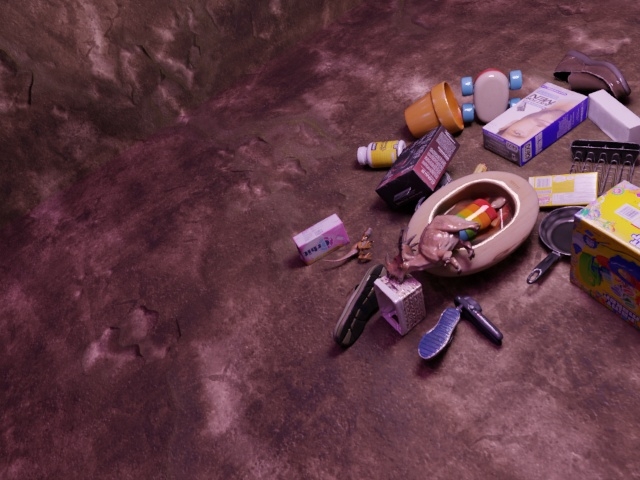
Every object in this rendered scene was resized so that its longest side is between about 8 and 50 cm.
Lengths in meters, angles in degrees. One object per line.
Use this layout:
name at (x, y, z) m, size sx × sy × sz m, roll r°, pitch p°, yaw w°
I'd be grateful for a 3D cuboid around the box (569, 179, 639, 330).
box at (0.814, 0.056, 1.260) m, size 0.177 × 0.279 × 0.290 m, roll -33°, pitch 44°, yaw -8°

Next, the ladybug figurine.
ladybug figurine at (0.465, -0.035, 1.563) m, size 0.449 × 0.162 × 0.305 m, roll -30°, pitch 58°, yaw -5°

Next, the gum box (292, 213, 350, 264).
gum box at (0.000, 0.000, 1.794) m, size 0.188 × 0.107 × 0.062 m, roll -29°, pitch 44°, yaw -5°

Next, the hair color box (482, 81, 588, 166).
hair color box at (0.795, -0.437, 1.858) m, size 0.339 × 0.110 × 0.185 m, roll -36°, pitch 46°, yaw -9°

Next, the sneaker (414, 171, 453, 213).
sneaker at (0.404, -0.145, 1.751) m, size 0.121 × 0.112 × 0.299 m, roll 2°, pitch 49°, yaw 25°

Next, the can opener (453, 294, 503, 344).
can opener at (0.450, 0.221, 1.423) m, size 0.073 × 0.059 × 0.186 m, roll -31°, pitch 44°, yaw -7°

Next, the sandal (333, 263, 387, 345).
sandal at (0.118, 0.189, 1.566) m, size 0.086 × 0.120 × 0.302 m, roll 10°, pitch 53°, yaw 48°

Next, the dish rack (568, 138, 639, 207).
dish rack at (0.900, -0.210, 1.621) m, size 0.208 × 0.074 × 0.271 m, roll 11°, pitch 55°, yaw 33°

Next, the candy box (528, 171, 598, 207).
candy box at (0.775, -0.159, 1.605) m, size 0.206 × 0.027 × 0.105 m, roll 0°, pitch 79°, yaw 38°

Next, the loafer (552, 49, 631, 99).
loafer at (1.034, -0.612, 1.923) m, size 0.130 × 0.134 × 0.366 m, roll -42°, pitch 31°, yaw 15°

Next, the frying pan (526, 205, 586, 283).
frying pan at (0.746, 0.024, 1.484) m, size 0.197 × 0.053 × 0.326 m, roll 8°, pitch 55°, yaw 30°

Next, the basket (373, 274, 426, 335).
basket at (0.239, 0.178, 1.483) m, size 0.103 × 0.167 × 0.113 m, roll -32°, pitch 44°, yaw -13°

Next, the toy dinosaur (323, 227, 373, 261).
toy dinosaur at (0.124, 0.038, 1.752) m, size 0.211 × 0.064 × 0.112 m, roll -39°, pitch 27°, yaw -26°

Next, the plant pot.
plant pot at (0.454, -0.510, 2.030) m, size 0.188 × 0.205 × 0.205 m, roll -19°, pitch 42°, yaw 30°

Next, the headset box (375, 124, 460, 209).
headset box at (0.342, -0.252, 1.798) m, size 0.218 × 0.110 × 0.293 m, roll -27°, pitch 23°, yaw 55°

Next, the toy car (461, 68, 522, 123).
toy car at (0.682, -0.609, 2.017) m, size 0.219 × 0.210 × 0.238 m, roll -3°, pitch 36°, yaw 16°

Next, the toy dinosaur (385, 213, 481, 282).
toy dinosaur at (0.324, -0.001, 1.416) m, size 0.200 × 0.127 × 0.295 m, roll 30°, pitch 65°, yaw 34°

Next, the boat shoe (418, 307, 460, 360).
boat shoe at (0.341, 0.277, 1.412) m, size 0.066 × 0.066 × 0.183 m, roll 26°, pitch 57°, yaw 36°

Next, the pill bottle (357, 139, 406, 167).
pill bottle at (0.248, -0.346, 2.014) m, size 0.184 × 0.103 × 0.103 m, roll 0°, pitch 49°, yaw 23°

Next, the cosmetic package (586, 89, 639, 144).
cosmetic package at (1.028, -0.425, 1.748) m, size 0.060 × 0.099 × 0.239 m, roll -20°, pitch 45°, yaw 5°

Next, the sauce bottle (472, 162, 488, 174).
sauce bottle at (0.565, -0.225, 1.806) m, size 0.042 × 0.042 × 0.128 m, roll 15°, pitch 59°, yaw 34°
